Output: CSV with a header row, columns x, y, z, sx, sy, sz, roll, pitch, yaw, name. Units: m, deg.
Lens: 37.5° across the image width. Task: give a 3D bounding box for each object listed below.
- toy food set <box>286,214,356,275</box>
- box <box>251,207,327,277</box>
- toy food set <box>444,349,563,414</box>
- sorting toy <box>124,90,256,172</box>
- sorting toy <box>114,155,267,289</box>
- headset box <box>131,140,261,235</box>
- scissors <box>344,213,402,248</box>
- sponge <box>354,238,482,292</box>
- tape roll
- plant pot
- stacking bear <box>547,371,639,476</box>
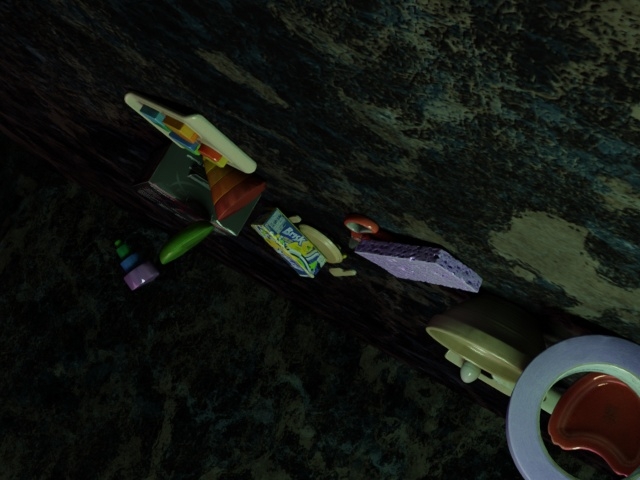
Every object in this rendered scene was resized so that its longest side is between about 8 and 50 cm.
x,y,z,sx,sy,sz,roll,pitch,yaw,name
0.000,0.000,2.027,0.192,0.038,0.132,44,162,-17,toy food set
-0.066,0.005,2.012,0.169,0.054,0.059,47,160,-23,box
0.437,0.338,2.235,0.219,0.092,0.306,32,176,-12,toy food set
-0.239,-0.190,1.708,0.208,0.038,0.193,22,168,40,sorting toy
-0.277,-0.050,1.865,0.126,0.365,0.127,54,-160,2,sorting toy
-0.268,-0.107,2.017,0.218,0.110,0.293,32,171,-16,headset box
0.066,-0.015,1.783,0.109,0.021,0.297,30,172,-15,scissors
0.168,0.041,1.644,0.117,0.031,0.210,32,165,-36,sponge
0.429,0.288,1.470,0.274,0.275,0.090,28,171,14,tape roll
0.318,0.171,1.703,0.237,0.110,0.237,28,170,5,plant pot
0.542,0.317,1.661,0.175,0.164,0.289,21,178,33,stacking bear
